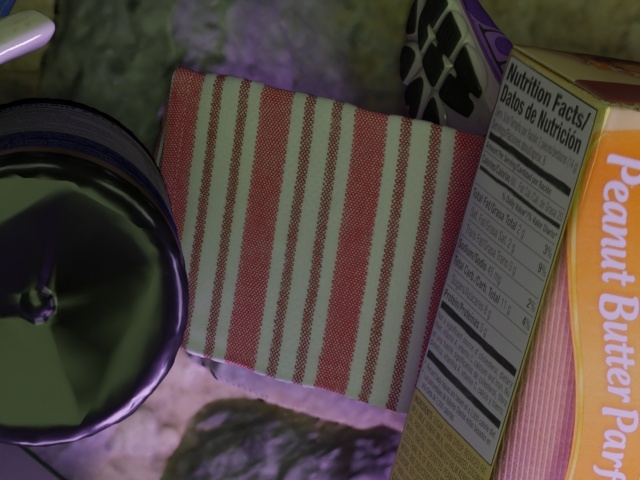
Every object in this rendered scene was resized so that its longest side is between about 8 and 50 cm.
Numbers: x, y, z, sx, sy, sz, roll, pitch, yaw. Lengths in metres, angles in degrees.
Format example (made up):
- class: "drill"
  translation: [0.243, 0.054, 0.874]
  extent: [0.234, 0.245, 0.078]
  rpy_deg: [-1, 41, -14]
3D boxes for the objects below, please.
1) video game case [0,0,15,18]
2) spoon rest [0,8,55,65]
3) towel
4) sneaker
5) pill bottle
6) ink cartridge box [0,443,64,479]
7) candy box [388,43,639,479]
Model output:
- class: "video game case"
  translation: [-0.209, -0.229, 0.752]
  extent: [0.244, 0.061, 0.269]
  rpy_deg: [29, 83, -15]
- class: "spoon rest"
  translation: [-0.200, -0.180, 0.692]
  extent: [0.137, 0.084, 0.276]
  rpy_deg: [-27, 84, -15]
- class: "towel"
  translation: [0.000, 0.000, 0.835]
  extent: [0.197, 0.029, 0.144]
  rpy_deg: [15, 103, 25]
- class: "sneaker"
  translation: [0.096, -0.062, 0.841]
  extent: [0.071, 0.170, 0.068]
  rpy_deg: [-12, 151, -31]
- class: "pill bottle"
  translation: [-0.126, 0.002, 0.770]
  extent: [0.123, 0.219, 0.122]
  rpy_deg: [-2, 103, -8]
- class: "ink cartridge box"
  translation: [-0.207, 0.256, 0.875]
  extent: [0.201, 0.117, 0.278]
  rpy_deg: [42, 94, -15]
- class: "candy box"
  translation: [0.140, 0.081, 0.777]
  extent: [0.183, 0.087, 0.316]
  rpy_deg: [4, 110, -27]
